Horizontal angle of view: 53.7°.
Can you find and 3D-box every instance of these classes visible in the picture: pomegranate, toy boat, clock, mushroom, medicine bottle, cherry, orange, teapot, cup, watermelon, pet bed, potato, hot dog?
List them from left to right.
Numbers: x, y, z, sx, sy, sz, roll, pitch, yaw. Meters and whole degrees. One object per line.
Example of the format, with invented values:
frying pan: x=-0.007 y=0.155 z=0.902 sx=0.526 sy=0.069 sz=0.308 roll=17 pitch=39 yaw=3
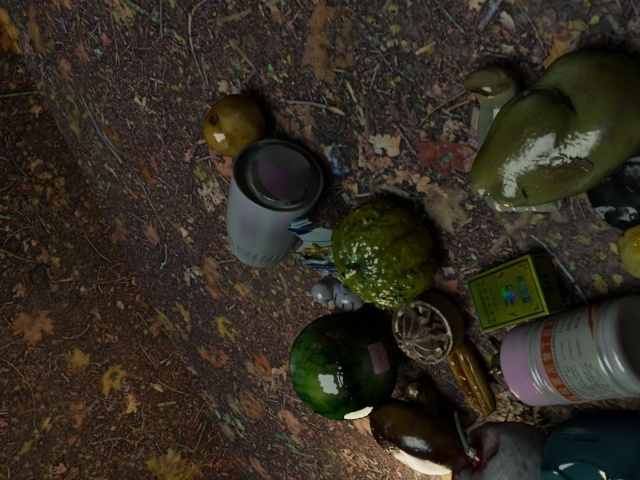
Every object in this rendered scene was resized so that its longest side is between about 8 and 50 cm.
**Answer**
pomegranate: x=-0.237 y=-0.322 z=1.817 sx=0.196 sy=0.196 sz=0.196 roll=29 pitch=140 yaw=28
cup: x=-0.154 y=-0.096 z=1.854 sx=0.253 sy=0.253 sz=0.371 roll=43 pitch=146 yaw=12
toy boat: x=0.000 y=0.000 z=1.815 sx=0.220 sy=0.067 sz=0.291 roll=-16 pitch=145 yaw=24
clock: x=0.053 y=0.170 z=1.969 sx=0.176 sy=0.117 sz=0.080 roll=26 pitch=142 yaw=22
watermelon: x=0.070 y=0.395 z=1.980 sx=0.363 sy=0.363 sz=0.363 roll=29 pitch=140 yaw=28
orange: x=0.149 y=0.038 z=1.663 sx=0.301 sy=0.223 sz=0.300 roll=9 pitch=122 yaw=45
mushroom: x=0.311 y=0.621 z=2.020 sx=0.345 sy=0.239 sz=0.345 roll=54 pitch=171 yaw=13
hot dog: x=0.430 y=0.385 z=1.791 sx=0.100 sy=0.068 sz=0.250 roll=2 pitch=121 yaw=63
teapot: x=0.473 y=0.305 z=1.666 sx=0.110 sy=0.085 sz=0.080 roll=64 pitch=147 yaw=17
mushroom: x=0.387 y=-0.201 z=1.288 sx=0.159 sy=0.122 sz=0.329 roll=-14 pitch=116 yaw=14
cherry: x=0.532 y=0.643 z=1.728 sx=0.334 sy=0.291 sz=0.326 roll=4 pitch=115 yaw=0
potato: x=0.420 y=-0.182 z=1.119 sx=0.351 sy=0.202 sz=0.218 roll=-39 pitch=73 yaw=22
medicine bottle: x=0.574 y=0.252 z=1.388 sx=0.202 sy=0.202 sz=0.316 roll=53 pitch=145 yaw=-2
pet bed: x=0.594 y=-0.097 z=1.181 sx=0.201 sy=0.053 sz=0.201 roll=29 pitch=138 yaw=29

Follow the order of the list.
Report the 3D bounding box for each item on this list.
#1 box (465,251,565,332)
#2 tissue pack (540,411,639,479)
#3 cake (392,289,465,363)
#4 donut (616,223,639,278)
box: x=0.453 y=0.126 z=1.490 sx=0.220 sy=0.064 sz=0.141 roll=-36 pitch=64 yaw=57
tissue pack: x=0.695 y=0.528 z=1.515 sx=0.198 sy=0.206 sz=0.287 roll=49 pitch=148 yaw=-13
cake: x=0.267 y=0.244 z=1.710 sx=0.207 sy=0.178 sz=0.185 roll=18 pitch=116 yaw=49
donut: x=0.643 y=0.024 z=1.171 sx=0.162 sy=0.065 sz=0.178 roll=19 pitch=152 yaw=-11
